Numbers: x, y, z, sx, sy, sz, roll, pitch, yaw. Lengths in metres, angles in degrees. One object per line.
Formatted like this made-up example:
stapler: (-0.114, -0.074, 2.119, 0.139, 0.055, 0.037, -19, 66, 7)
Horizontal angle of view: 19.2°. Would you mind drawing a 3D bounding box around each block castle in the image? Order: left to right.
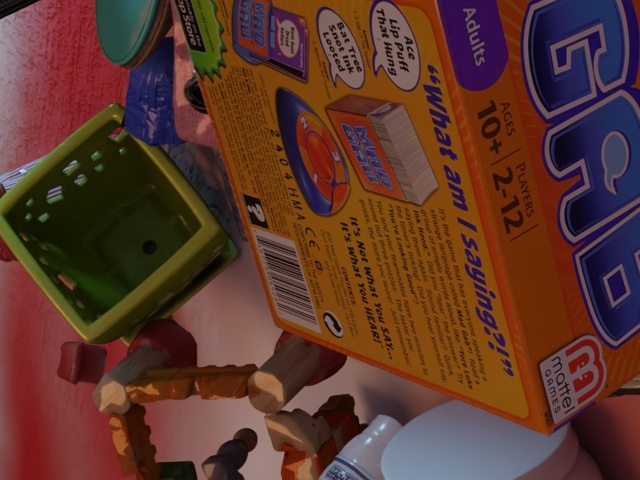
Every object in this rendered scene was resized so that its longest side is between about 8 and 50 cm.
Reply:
block castle: (-0.075, 0.319, 2.365, 0.303, 0.213, 0.453, -5, 107, 26)

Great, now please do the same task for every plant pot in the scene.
plant pot: (-0.248, -0.006, 2.429, 0.228, 0.227, 0.207, 50, -177, 17)

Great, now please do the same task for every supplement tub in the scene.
supplement tub: (0.205, 0.352, 2.019, 0.241, 0.241, 0.331, 16, 129, 53)

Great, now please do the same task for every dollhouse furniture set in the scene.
dollhouse furniture set: (-0.329, 0.051, 2.663, 0.152, 0.201, 0.374, 5, 120, 58)

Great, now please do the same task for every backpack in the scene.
backpack: (-0.175, -0.182, 2.302, 0.101, 0.098, 0.120, 27, 126, 33)

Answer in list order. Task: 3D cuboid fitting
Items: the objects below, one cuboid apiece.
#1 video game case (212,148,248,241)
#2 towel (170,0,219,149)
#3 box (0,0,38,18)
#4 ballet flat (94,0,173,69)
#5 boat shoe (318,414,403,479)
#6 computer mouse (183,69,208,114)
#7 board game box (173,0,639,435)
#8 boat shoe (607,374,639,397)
video game case: (-0.084, -0.065, 2.343, 0.119, 0.015, 0.166, 18, 131, 53)
towel: (-0.025, -0.171, 1.995, 0.329, 0.037, 0.237, 18, 126, 30)
box: (-0.365, -0.388, 2.196, 0.183, 0.296, 0.294, 58, 152, 2)
ballet flat: (-0.175, -0.356, 2.078, 0.116, 0.124, 0.342, 25, 124, 37)
boat shoe: (0.124, 0.285, 2.216, 0.136, 0.156, 0.367, 32, 171, 34)
computer mouse: (-0.075, -0.238, 1.925, 0.188, 0.072, 0.272, 13, 136, 30)
board game box: (0.152, -0.121, 1.526, 0.356, 0.356, 0.357, 19, 132, 52)
boat shoe: (0.288, 0.116, 1.855, 0.079, 0.084, 0.233, 31, 160, -33)
